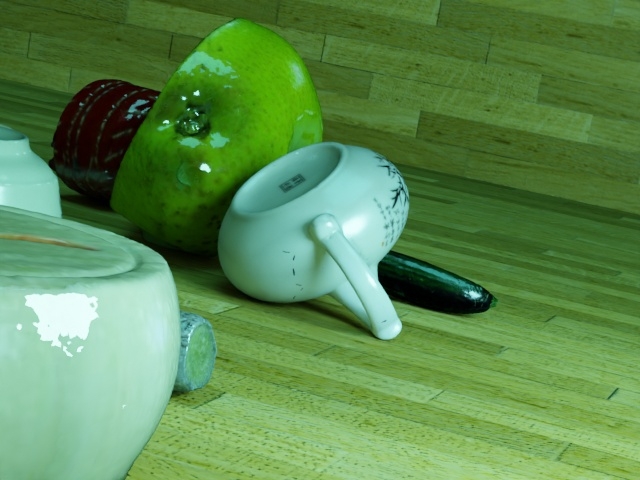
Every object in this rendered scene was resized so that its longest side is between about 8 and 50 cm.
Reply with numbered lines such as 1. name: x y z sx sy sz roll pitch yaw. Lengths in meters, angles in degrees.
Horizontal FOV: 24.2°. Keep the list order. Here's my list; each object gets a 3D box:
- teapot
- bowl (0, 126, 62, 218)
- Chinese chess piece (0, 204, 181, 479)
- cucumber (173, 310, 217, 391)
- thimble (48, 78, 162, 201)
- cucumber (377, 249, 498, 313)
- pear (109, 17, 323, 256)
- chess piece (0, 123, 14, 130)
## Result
1. teapot: 0.000 0.000 1.543 0.208 0.165 0.299 -20 33 -9
2. bowl: -0.370 -0.054 1.526 0.238 0.126 0.238 11 10 -2
3. Chinese chess piece: -0.253 0.054 0.908 0.338 0.140 0.338 11 9 -2
4. cucumber: -0.139 0.079 1.137 0.112 0.064 0.064 10 8 16
5. thimble: -0.256 -0.129 2.003 0.125 0.163 0.190 18 12 32
6. cucumber: 0.063 0.035 1.682 0.284 0.056 0.056 13 9 22
7. pear: -0.112 -0.103 1.740 0.176 0.286 0.282 31 11 4
8. chess piece: -0.449 -0.100 1.738 0.143 0.142 0.261 15 5 26
